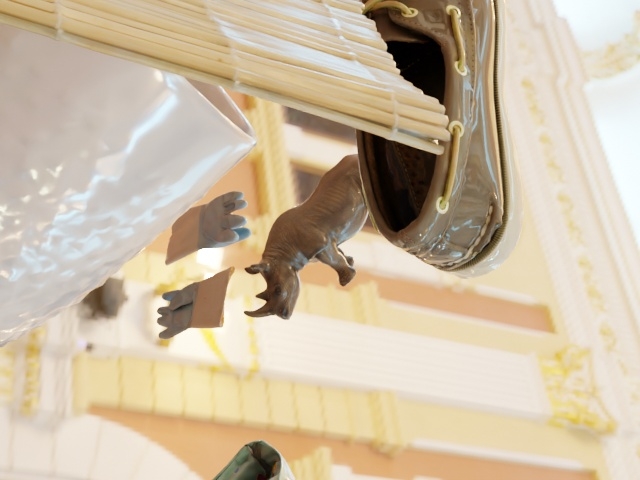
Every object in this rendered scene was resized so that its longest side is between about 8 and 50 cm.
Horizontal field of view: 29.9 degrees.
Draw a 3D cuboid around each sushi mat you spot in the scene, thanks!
[{"bbox_3d":[-0.102,-0.109,0.460,0.019,0.317,0.151,-65,-152,23],"label":"sushi mat"}]

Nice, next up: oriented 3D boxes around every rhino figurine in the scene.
[{"bbox_3d":[0.000,0.000,1.368,0.243,0.106,0.073,-44,-170,-11],"label":"rhino figurine"}]

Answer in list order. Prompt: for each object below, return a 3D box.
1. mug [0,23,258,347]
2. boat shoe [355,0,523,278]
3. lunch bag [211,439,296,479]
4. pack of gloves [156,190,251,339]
[{"bbox_3d":[-0.287,-0.099,0.902,0.328,0.276,0.374,-42,-109,5],"label":"mug"},{"bbox_3d":[0.070,-0.125,0.849,0.109,0.091,0.304,-24,-117,37],"label":"boat shoe"},{"bbox_3d":[-0.062,0.413,1.545,0.160,0.223,0.262,-24,-156,19],"label":"lunch bag"},{"bbox_3d":[-0.153,0.040,1.648,0.232,0.046,0.195,-17,-119,58],"label":"pack of gloves"}]
